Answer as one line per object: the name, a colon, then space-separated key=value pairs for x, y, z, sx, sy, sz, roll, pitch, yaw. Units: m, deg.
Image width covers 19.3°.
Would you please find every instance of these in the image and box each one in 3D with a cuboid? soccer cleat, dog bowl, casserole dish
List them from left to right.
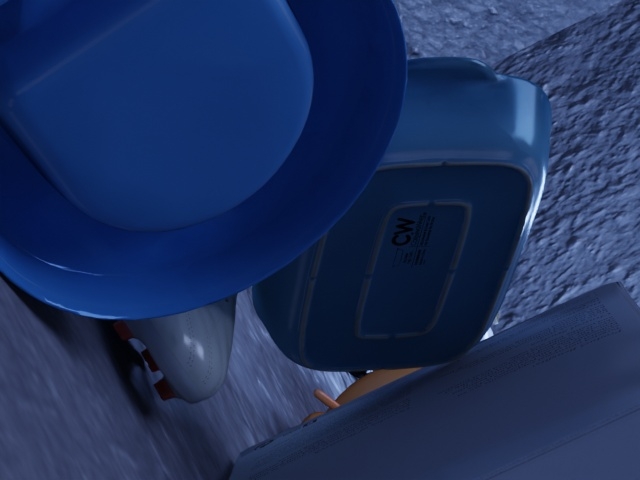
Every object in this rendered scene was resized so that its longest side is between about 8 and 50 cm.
dog bowl: x=-0.083 y=-0.098 z=0.626 sx=0.074 sy=0.166 sz=0.297 roll=53 pitch=-4 yaw=45
soccer cleat: x=-0.057 y=-0.003 z=0.822 sx=0.068 sy=0.076 sz=0.196 roll=61 pitch=6 yaw=-31
casserole dish: x=0.034 y=0.000 z=0.783 sx=0.188 sy=0.114 sz=0.037 roll=103 pitch=-21 yaw=-49

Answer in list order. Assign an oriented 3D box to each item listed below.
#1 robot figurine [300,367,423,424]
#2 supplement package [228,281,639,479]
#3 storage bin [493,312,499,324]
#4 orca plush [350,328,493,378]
robot figurine: x=0.072 y=0.151 z=1.055 sx=0.219 sy=0.128 sz=0.158 roll=58 pitch=8 yaw=-47
supplement package: x=0.084 y=0.158 z=0.755 sx=0.198 sy=0.199 sz=0.262 roll=64 pitch=5 yaw=-4
storage bin: x=0.055 y=-0.019 z=1.741 sx=0.262 sy=0.123 sz=0.260 roll=64 pitch=5 yaw=3
orca plush: x=0.053 y=0.059 z=1.494 sx=0.287 sy=0.151 sz=0.102 roll=63 pitch=36 yaw=-42
